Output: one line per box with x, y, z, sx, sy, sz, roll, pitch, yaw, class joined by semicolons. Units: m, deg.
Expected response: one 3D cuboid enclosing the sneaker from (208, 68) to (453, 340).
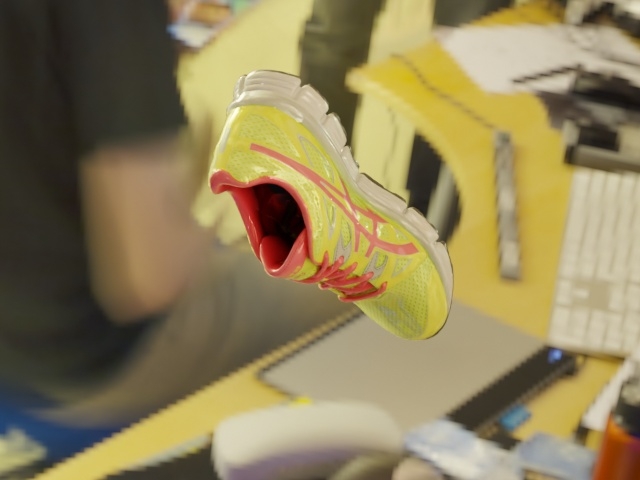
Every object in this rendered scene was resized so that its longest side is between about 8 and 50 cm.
0.000;0.000;1.057;0.081;0.208;0.094;-17;36;43;sneaker
